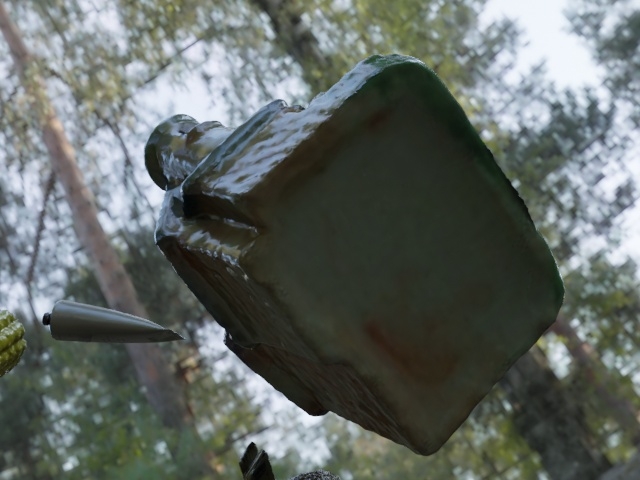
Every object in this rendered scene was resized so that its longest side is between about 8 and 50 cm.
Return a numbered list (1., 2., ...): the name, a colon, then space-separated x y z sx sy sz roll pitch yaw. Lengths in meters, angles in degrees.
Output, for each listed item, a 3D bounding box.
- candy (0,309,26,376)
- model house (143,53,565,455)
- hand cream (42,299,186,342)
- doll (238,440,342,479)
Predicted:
1. candy: -0.483 0.163 1.785 0.106 0.094 0.199 -57 -7 26
2. model house: 0.000 0.000 1.175 0.245 0.280 0.312 -47 -62 -17
3. hand cream: -0.276 0.113 1.761 0.186 0.054 0.087 7 -12 9
4. doll: -0.010 0.274 1.221 0.115 0.221 0.105 -36 9 -15
